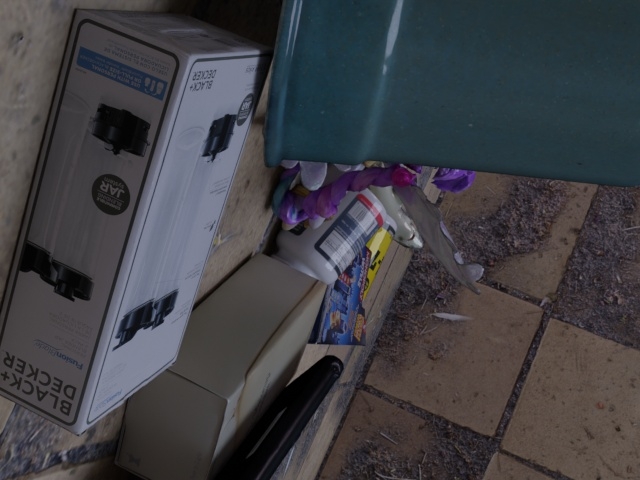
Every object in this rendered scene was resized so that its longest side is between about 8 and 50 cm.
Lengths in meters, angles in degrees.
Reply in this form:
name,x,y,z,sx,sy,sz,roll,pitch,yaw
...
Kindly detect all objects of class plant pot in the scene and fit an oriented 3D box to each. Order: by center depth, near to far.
name,x,y,z,sx,sy,sz,roll,pitch,yaw
plant pot,0.144,-0.200,0.825,0.341,0.334,0.341,12,90,-89

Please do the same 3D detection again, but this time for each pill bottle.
name,x,y,z,sx,sy,sz,roll,pitch,yaw
pill bottle,0.000,0.000,1.319,0.180,0.108,0.108,-49,165,-13
pill bottle,0.038,0.042,1.589,0.208,0.119,0.119,-64,169,-10

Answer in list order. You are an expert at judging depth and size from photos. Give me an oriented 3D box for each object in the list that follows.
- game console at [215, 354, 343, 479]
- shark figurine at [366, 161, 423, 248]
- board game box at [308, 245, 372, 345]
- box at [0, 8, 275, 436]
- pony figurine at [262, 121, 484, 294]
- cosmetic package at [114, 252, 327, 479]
name,x,y,z,sx,sy,sz,roll,pitch,yaw
game console,-0.135,0.324,1.152,0.342,0.060,0.386,-41,-177,28
shark figurine,0.119,-0.129,1.763,0.116,0.166,0.278,-149,-117,-76
board game box,0.022,0.090,1.452,0.194,0.060,0.194,45,54,-60
box,-0.141,-0.020,0.702,0.169,0.087,0.290,-38,149,-68
pony figurine,0.089,-0.123,1.120,0.363,0.303,0.351,-51,-162,4
cosmetic package,-0.111,0.153,1.131,0.309,0.113,0.160,-48,160,-60
